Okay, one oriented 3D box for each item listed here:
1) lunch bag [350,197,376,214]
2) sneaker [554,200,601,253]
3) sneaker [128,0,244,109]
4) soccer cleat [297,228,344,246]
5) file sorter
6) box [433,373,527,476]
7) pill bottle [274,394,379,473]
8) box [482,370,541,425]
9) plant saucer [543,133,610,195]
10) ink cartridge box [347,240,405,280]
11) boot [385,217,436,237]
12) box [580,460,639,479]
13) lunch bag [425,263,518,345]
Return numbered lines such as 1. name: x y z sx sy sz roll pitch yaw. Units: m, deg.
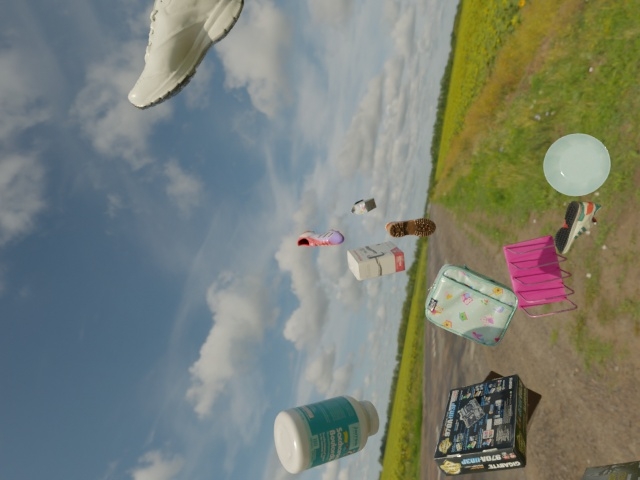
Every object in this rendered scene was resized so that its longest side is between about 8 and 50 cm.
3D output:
1. lunch bag: 0.166 -0.134 1.620 0.071 0.083 0.053 -27 -80 -42
2. sneaker: 0.656 -0.029 1.039 0.057 0.075 0.162 -86 -7 -51
3. sneaker: -0.277 -0.382 0.786 0.297 0.129 0.111 -53 26 -2
4. soccer cleat: 0.000 0.000 1.927 0.095 0.247 0.083 -48 -51 -38
5. file sorter: 0.922 0.151 1.716 0.182 0.201 0.291 -35 -70 -77
6. box: 0.353 0.397 0.893 0.051 0.175 0.220 56 -146 -5
7. pill bottle: 0.023 0.492 1.071 0.263 0.146 0.147 -2 -74 -30
8. box: 0.571 0.563 1.306 0.203 0.168 0.167 -19 -58 -46
9. plant saucer: 0.810 -0.239 1.293 0.037 0.195 0.195 -17 -57 -32
10. ink cartridge box: 0.244 0.088 1.826 0.159 0.217 0.093 -125 23 -65
11. boot: 0.286 -0.044 1.317 0.084 0.157 0.059 -130 38 -79
12. box: 0.871 0.726 1.206 0.230 0.183 0.056 2 -118 -48
13. lunch bag: 0.504 0.208 1.392 0.224 0.278 0.108 -70 -14 15
